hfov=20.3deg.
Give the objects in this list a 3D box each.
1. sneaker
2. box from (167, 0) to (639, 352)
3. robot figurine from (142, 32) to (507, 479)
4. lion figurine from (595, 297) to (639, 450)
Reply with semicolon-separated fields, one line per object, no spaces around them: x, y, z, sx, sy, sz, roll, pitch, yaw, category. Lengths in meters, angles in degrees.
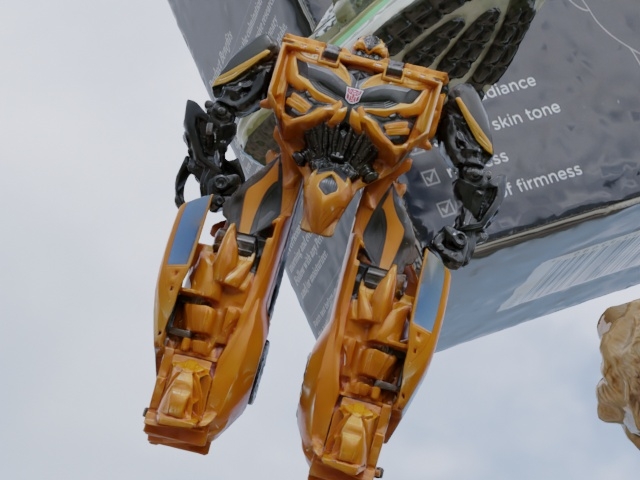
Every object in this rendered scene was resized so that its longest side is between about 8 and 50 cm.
0.076;-0.222;1.300;0.410;0.182;0.158;-46;-35;8;sneaker
0.162;-0.187;1.652;0.479;0.472;0.297;-16;-18;-21;box
0.000;0.000;1.103;0.211;0.291;0.085;14;-17;2;robot figurine
0.242;0.222;1.057;0.142;0.392;0.240;0;-8;45;lion figurine
